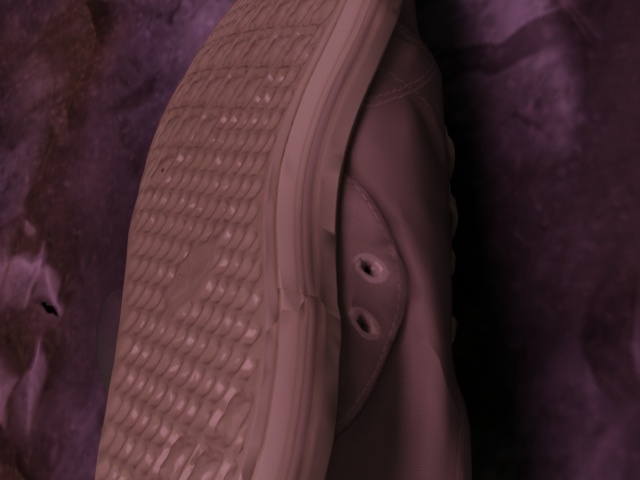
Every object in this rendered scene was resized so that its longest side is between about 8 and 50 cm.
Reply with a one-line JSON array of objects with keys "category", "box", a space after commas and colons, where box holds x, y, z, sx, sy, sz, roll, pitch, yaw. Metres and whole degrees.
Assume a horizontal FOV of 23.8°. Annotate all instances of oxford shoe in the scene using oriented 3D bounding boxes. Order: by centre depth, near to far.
[{"category": "oxford shoe", "box": [0.000, 0.000, 0.691, 0.169, 0.130, 0.449, -40, 29, 34]}]

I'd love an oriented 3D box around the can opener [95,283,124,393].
[{"category": "can opener", "box": [-0.058, 0.144, 0.686, 0.076, 0.095, 0.283, -39, 45, 28]}]
